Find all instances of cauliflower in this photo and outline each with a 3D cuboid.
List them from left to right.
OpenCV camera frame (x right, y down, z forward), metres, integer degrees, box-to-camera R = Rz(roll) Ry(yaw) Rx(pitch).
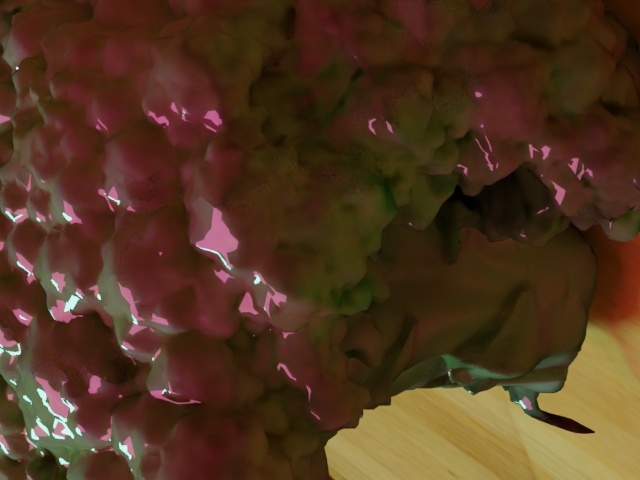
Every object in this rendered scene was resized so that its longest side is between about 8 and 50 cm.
[{"bbox_3d":[0.000,0.000,0.605,0.315,0.239,0.256,16,-159,-40],"label":"cauliflower"}]
